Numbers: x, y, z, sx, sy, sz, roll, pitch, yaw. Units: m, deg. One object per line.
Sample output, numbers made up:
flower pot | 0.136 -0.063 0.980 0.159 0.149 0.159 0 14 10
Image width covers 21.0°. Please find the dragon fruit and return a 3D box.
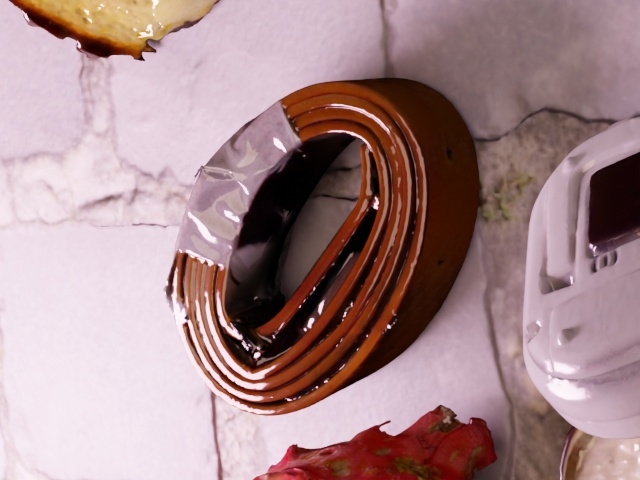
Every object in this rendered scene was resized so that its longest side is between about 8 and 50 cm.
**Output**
dragon fruit | 0.026 0.231 1.225 0.205 0.210 0.268 34 70 6

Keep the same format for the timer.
timer | 0.239 -0.004 1.054 0.262 0.237 0.087 -24 127 29

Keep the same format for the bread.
bread | -0.161 -0.207 1.274 0.140 0.169 0.160 -35 99 27

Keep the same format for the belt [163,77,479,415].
belt | 0.000 0.000 1.247 0.184 0.105 0.261 43 117 15

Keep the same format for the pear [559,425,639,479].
pear | 0.319 0.254 1.073 0.340 0.191 0.386 -29 60 33
